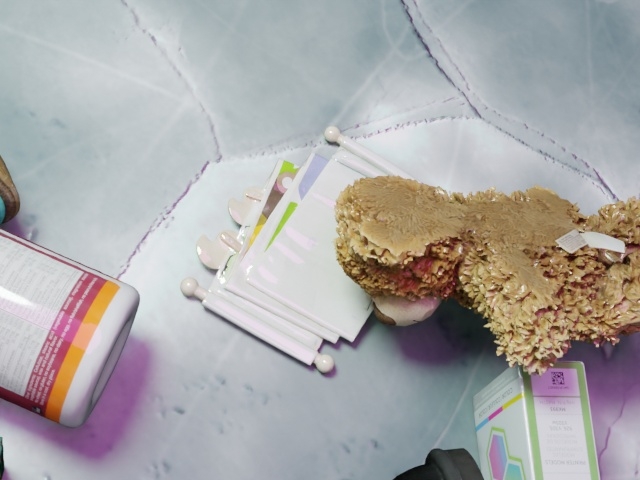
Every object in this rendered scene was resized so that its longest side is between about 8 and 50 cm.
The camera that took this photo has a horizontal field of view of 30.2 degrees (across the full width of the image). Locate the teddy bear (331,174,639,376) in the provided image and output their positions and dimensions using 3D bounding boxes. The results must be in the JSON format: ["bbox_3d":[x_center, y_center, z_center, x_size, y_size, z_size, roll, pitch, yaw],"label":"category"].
[{"bbox_3d":[0.172,0.029,1.002,0.338,0.113,0.245,-4,38,-25],"label":"teddy bear"}]

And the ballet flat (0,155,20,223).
[{"bbox_3d":[-0.397,-0.116,0.982,0.342,0.116,0.124,17,44,-2],"label":"ballet flat"}]

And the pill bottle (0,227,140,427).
[{"bbox_3d":[-0.263,0.049,0.919,0.221,0.121,0.121,24,63,-2],"label":"pill bottle"}]

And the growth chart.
[{"bbox_3d":[0.000,0.000,1.062,0.172,0.021,0.237,37,63,5],"label":"growth chart"}]

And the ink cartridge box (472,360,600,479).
[{"bbox_3d":[0.180,0.212,0.962,0.062,0.109,0.209,2,66,-13],"label":"ink cartridge box"}]

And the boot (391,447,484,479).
[{"bbox_3d":[-0.017,0.308,0.791,0.260,0.131,0.348,3,99,-14],"label":"boot"}]

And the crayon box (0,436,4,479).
[{"bbox_3d":[-0.334,0.265,0.826,0.165,0.081,0.279,12,64,-9],"label":"crayon box"}]
